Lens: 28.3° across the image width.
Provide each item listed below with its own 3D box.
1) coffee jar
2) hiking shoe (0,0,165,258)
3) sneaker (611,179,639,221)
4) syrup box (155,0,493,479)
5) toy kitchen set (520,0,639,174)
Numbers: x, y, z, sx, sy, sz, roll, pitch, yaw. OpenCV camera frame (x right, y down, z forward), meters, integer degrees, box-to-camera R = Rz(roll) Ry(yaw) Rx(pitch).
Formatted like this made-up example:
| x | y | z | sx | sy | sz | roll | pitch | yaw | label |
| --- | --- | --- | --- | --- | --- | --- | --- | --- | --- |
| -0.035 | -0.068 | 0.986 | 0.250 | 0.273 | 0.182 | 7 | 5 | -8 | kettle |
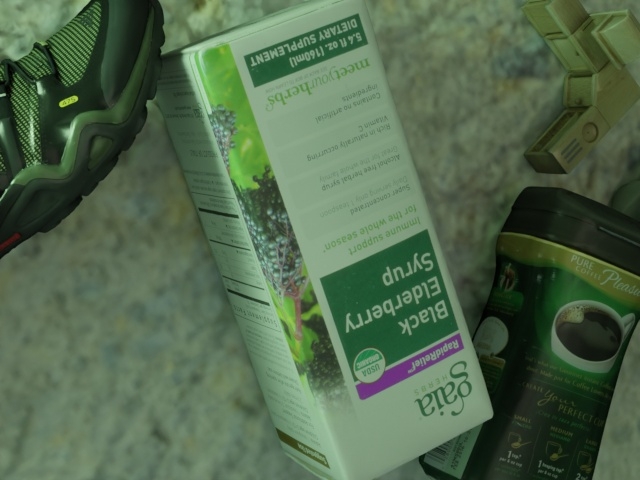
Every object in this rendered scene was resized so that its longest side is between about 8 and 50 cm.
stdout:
| x | y | z | sx | sy | sz | roll | pitch | yaw | label |
| --- | --- | --- | --- | --- | --- | --- | --- | --- | --- |
| 0.131 | 0.064 | 0.738 | 0.096 | 0.079 | 0.184 | 22 | 86 | -21 | coffee jar |
| -0.166 | -0.049 | 0.590 | 0.114 | 0.086 | 0.227 | 41 | 79 | -25 | hiking shoe |
| 0.342 | -0.078 | 0.788 | 0.330 | 0.146 | 0.122 | -43 | 109 | -17 | sneaker |
| 0.000 | 0.000 | 0.664 | 0.093 | 0.096 | 0.237 | -24 | 103 | -21 | syrup box |
| 0.146 | -0.093 | 0.736 | 0.075 | 0.068 | 0.083 | -46 | 110 | -14 | toy kitchen set |
